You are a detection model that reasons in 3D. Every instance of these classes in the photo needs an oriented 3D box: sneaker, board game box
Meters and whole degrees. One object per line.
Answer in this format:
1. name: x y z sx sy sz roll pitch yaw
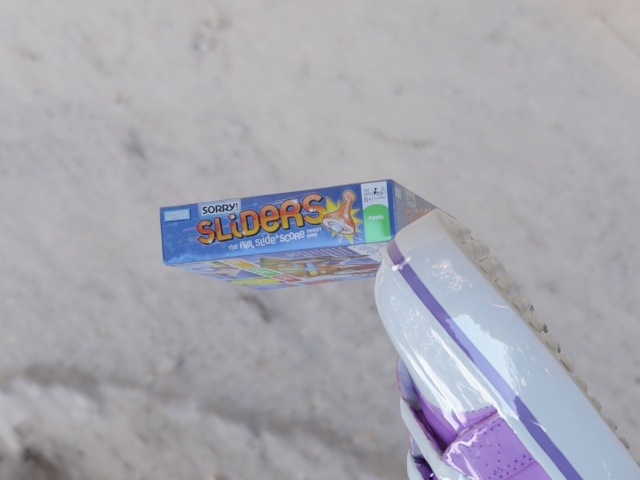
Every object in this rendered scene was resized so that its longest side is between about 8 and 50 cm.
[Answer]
1. sneaker: 0.053 0.132 0.700 0.282 0.161 0.102 61 -178 -26
2. board game box: 0.000 0.000 1.140 0.136 0.035 0.201 -6 173 13
